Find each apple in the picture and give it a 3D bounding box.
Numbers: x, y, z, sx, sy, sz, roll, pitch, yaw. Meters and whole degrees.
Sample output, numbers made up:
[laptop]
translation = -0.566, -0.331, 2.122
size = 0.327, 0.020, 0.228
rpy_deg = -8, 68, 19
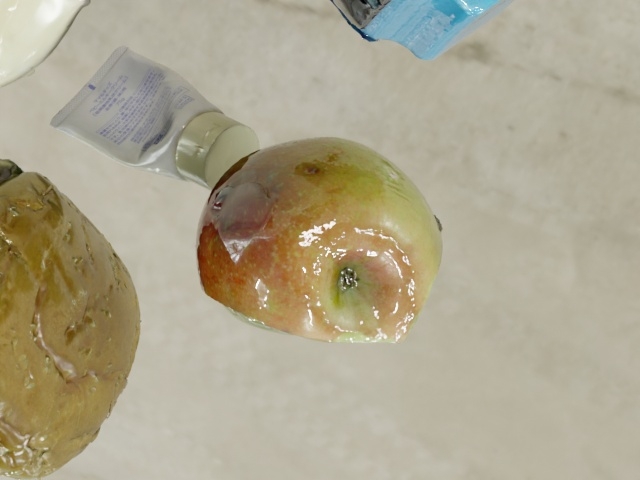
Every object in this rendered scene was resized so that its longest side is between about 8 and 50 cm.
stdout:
[apple]
translation = 0.000, 0.000, 1.235
size = 0.188, 0.207, 0.173
rpy_deg = 8, 113, 66

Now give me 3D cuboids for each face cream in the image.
[face cream]
translation = -0.158, -0.116, 1.404
size = 0.224, 0.114, 0.070
rpy_deg = 27, 160, 38

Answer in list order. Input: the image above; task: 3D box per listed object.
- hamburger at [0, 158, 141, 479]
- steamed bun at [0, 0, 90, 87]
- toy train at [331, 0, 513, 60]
[hamburger]
translation = -0.272, 0.075, 1.312
size = 0.134, 0.265, 0.285
rpy_deg = 13, 156, 26
[steamed bun]
translation = -0.255, -0.251, 0.785
size = 0.334, 0.233, 0.312
rpy_deg = -42, 135, 23
[toy train]
translation = 0.078, -0.325, 1.180
size = 0.300, 0.265, 0.188
rpy_deg = 54, 166, 0
